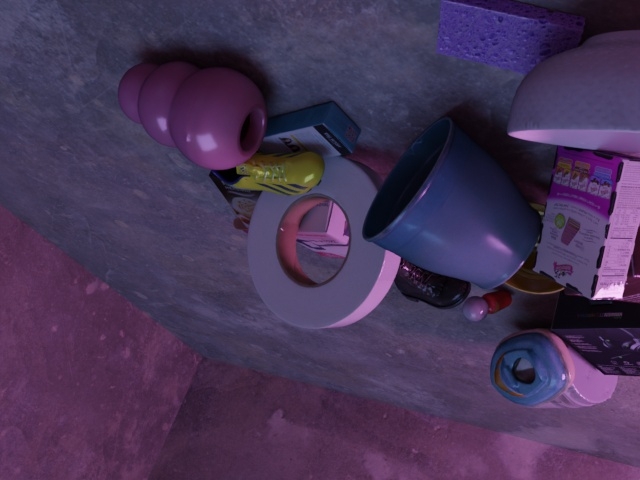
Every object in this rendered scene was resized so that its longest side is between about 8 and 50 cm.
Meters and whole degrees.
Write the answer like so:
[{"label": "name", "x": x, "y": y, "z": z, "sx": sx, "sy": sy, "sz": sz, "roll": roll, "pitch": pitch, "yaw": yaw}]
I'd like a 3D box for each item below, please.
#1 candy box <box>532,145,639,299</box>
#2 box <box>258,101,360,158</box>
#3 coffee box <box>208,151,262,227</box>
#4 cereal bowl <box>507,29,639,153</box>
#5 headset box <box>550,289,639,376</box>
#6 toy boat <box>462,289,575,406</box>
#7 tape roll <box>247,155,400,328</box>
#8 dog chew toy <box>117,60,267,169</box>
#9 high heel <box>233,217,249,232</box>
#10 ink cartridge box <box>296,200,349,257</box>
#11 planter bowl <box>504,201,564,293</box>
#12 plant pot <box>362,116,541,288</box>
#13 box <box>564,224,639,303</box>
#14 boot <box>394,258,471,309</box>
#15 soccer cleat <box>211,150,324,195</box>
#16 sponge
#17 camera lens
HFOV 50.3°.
[{"label": "candy box", "x": 0.453, "y": -0.035, "z": 1.149, "sx": 0.071, "sy": 0.234, "sz": 0.159, "roll": 2, "pitch": -164, "yaw": -20}, {"label": "box", "x": -0.040, "y": -0.223, "z": 1.461, "sx": 0.244, "sy": 0.060, "sz": 0.100, "roll": -4, "pitch": 146, "yaw": 45}, {"label": "coffee box", "x": -0.161, "y": -0.124, "z": 1.726, "sx": 0.141, "sy": 0.098, "sz": 0.246, "roll": 10, "pitch": 154, "yaw": 25}, {"label": "cereal bowl", "x": 0.433, "y": -0.199, "z": 0.930, "sx": 0.338, "sy": 0.141, "sz": 0.339, "roll": 5, "pitch": -175, "yaw": 0}, {"label": "headset box", "x": 0.730, "y": 0.210, "z": 1.628, "sx": 0.283, "sy": 0.131, "sz": 0.246, "roll": 36, "pitch": 153, "yaw": -28}, {"label": "toy boat", "x": 0.488, "y": 0.277, "z": 1.754, "sx": 0.148, "sy": 0.318, "sz": 0.267, "roll": -14, "pitch": 157, "yaw": -31}, {"label": "tape roll", "x": 0.000, "y": 0.000, "z": 1.515, "sx": 0.391, "sy": 0.393, "sz": 0.072, "roll": 3, "pitch": 176, "yaw": 37}, {"label": "dog chew toy", "x": -0.276, "y": -0.274, "z": 1.407, "sx": 0.331, "sy": 0.207, "sz": 0.207, "roll": 22, "pitch": 158, "yaw": 21}, {"label": "high heel", "x": -0.117, "y": -0.043, "z": 1.925, "sx": 0.243, "sy": 0.082, "sz": 0.117, "roll": -3, "pitch": -179, "yaw": 19}, {"label": "ink cartridge box", "x": 0.020, "y": -0.033, "z": 1.700, "sx": 0.171, "sy": 0.100, "sz": 0.237, "roll": 3, "pitch": 164, "yaw": 37}, {"label": "planter bowl", "x": 0.446, "y": -0.003, "z": 1.415, "sx": 0.217, "sy": 0.090, "sz": 0.217, "roll": 17, "pitch": 128, "yaw": 23}, {"label": "plant pot", "x": 0.259, "y": -0.047, "z": 1.285, "sx": 0.255, "sy": 0.272, "sz": 0.271, "roll": 33, "pitch": 155, "yaw": -11}, {"label": "box", "x": 0.570, "y": 0.014, "z": 1.237, "sx": 0.203, "sy": 0.167, "sz": 0.168, "roll": 7, "pitch": 163, "yaw": -21}, {"label": "boot", "x": 0.248, "y": 0.091, "z": 1.840, "sx": 0.262, "sy": 0.091, "sz": 0.229, "roll": -1, "pitch": 148, "yaw": 46}, {"label": "soccer cleat", "x": -0.118, "y": -0.149, "z": 1.466, "sx": 0.289, "sy": 0.094, "sz": 0.121, "roll": 3, "pitch": 175, "yaw": 41}, {"label": "sponge", "x": 0.282, "y": -0.311, "z": 1.038, "sx": 0.210, "sy": 0.031, "sz": 0.117, "roll": 17, "pitch": 156, "yaw": 11}, {"label": "camera lens", "x": 0.644, "y": 0.351, "z": 1.889, "sx": 0.219, "sy": 0.220, "sz": 0.274, "roll": 31, "pitch": 155, "yaw": -19}]
